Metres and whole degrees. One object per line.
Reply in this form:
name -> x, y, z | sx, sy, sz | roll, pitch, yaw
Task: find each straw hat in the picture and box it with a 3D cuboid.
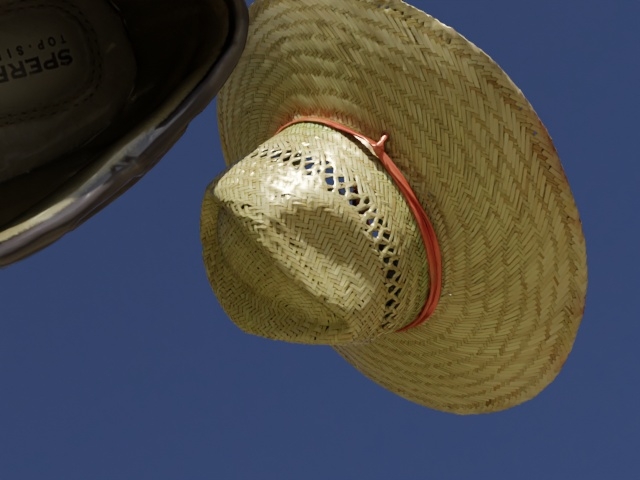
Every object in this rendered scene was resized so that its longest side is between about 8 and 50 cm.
straw hat -> 0.000, 0.000, 0.520 | 0.061, 0.144, 0.145 | -29, -46, -39

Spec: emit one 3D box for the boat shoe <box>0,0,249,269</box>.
boat shoe -> -0.125, -0.020, 0.446 | 0.285, 0.092, 0.103 | -31, -76, -48
